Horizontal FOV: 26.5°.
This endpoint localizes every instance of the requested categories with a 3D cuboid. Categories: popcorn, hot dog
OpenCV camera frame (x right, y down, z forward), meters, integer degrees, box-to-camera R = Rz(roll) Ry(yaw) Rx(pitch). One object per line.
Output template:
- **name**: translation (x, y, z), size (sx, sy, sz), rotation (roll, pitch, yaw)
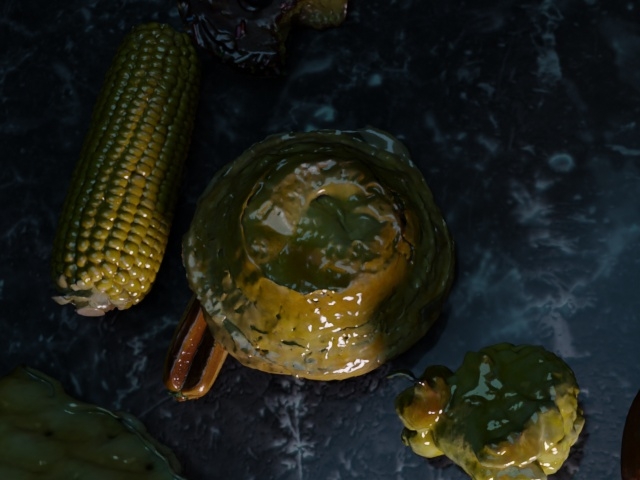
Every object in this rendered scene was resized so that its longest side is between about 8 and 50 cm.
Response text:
- **popcorn**: translation (0.190, 0.186, 1.512), size (0.195, 0.173, 0.168), rotation (21, 92, 25)
- **hot dog**: translation (-0.138, 0.110, 1.671), size (0.072, 0.055, 0.188), rotation (25, 76, 2)

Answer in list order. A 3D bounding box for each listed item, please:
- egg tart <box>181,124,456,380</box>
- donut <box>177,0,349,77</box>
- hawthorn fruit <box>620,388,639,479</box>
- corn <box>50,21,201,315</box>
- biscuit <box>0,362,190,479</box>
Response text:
- **egg tart**: translation (-0.004, 0.002, 1.608), size (0.341, 0.129, 0.341), rotation (-1, 69, 2)
- **donut**: translation (-0.076, -0.315, 1.765), size (0.216, 0.096, 0.230), rotation (27, 75, 17)
- **hawthorn fruit**: translation (0.438, 0.263, 1.355), size (0.277, 0.277, 0.298), rotation (-1, 68, 14)
- **corn**: translation (-0.241, -0.087, 1.722), size (0.144, 0.144, 0.387), rotation (9, 70, 17)
- **biscuit**: translation (-0.303, 0.265, 1.598), size (0.329, 0.078, 0.335), rotation (-4, 38, -21)
